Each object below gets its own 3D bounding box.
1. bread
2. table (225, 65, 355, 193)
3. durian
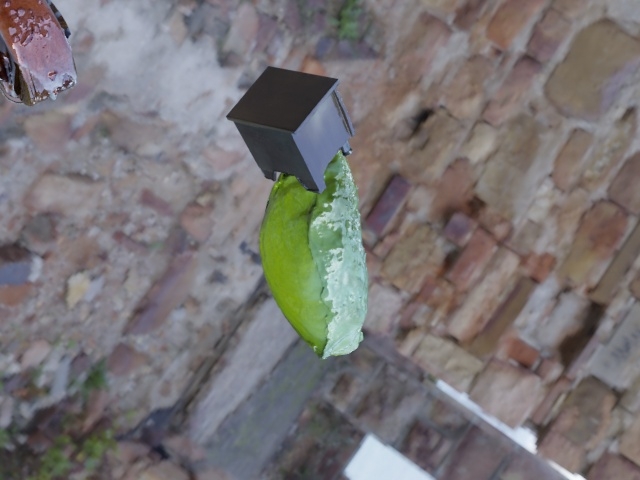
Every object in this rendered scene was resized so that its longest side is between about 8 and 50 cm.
[{"bbox_3d":[-0.487,-0.319,1.664,0.142,0.212,0.224,-28,131,-20],"label":"bread"},{"bbox_3d":[-0.022,-0.100,0.939,0.070,0.083,0.082,-53,140,-25],"label":"table"},{"bbox_3d":[0.000,0.000,1.090,0.101,0.139,0.250,-3,87,-39],"label":"durian"}]
